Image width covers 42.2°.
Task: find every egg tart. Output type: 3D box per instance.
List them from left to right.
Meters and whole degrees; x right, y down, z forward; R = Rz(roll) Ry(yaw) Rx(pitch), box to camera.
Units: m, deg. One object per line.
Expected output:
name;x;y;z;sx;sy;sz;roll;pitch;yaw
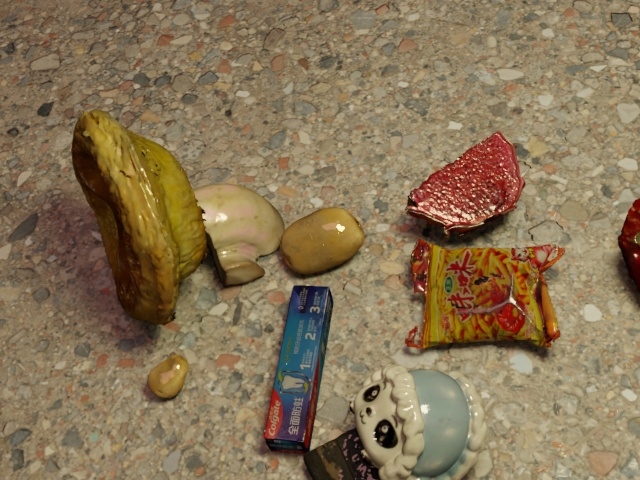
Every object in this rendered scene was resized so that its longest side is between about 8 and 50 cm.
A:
egg tart;-0.338;-0.053;1.600;0.178;0.443;0.443;-19;52;-23

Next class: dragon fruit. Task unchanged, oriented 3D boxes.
dragon fruit;0.304;-0.076;1.675;0.274;0.126;0.161;-35;65;-15

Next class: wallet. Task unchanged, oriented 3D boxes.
wallet;0.105;0.458;1.373;0.170;0.044;0.321;-22;54;-8

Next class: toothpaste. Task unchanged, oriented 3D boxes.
toothpaste;-0.036;0.233;1.548;0.076;0.066;0.320;2;56;12

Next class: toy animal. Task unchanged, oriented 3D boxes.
toy animal;0.163;0.296;1.385;0.204;0.156;0.208;13;41;-24

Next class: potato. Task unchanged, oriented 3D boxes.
potato;-0.288;0.257;1.580;0.068;0.062;0.083;35;96;1
potato;0.000;0.000;1.682;0.178;0.118;0.109;-21;17;11

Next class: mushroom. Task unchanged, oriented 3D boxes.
mushroom;-0.170;-0.047;1.713;0.173;0.162;0.236;-25;56;-5

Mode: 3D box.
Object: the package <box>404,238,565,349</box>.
package;0.307;0.106;1.552;0.288;0.108;0.223;-1;60;19

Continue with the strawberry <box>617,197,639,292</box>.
strawberry;0.687;0.025;1.479;0.274;0.220;0.274;-17;64;40
